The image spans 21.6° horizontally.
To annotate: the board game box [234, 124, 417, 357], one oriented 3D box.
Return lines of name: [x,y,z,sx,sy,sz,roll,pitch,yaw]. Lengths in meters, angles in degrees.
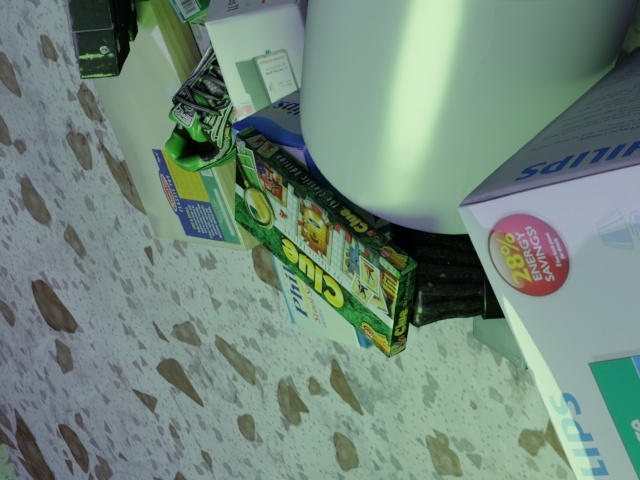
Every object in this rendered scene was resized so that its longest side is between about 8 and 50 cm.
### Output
board game box: [0.000,0.000,1.768,0.259,0.030,0.136,40,149,30]

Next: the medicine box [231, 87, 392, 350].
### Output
medicine box: [0.079,-0.064,1.917,0.149,0.289,0.263,17,131,50]

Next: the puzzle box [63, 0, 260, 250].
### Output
puzzle box: [-0.236,-0.182,2.539,0.272,0.052,0.409,9,125,53]

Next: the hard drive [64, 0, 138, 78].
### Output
hard drive: [-0.305,-0.408,2.229,0.237,0.064,0.339,-89,-5,-67]

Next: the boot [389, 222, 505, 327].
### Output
boot: [0.221,0.065,1.728,0.348,0.260,0.131,-112,30,-51]

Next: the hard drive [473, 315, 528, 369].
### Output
hard drive: [0.231,0.088,2.104,0.094,0.022,0.135,34,143,37]

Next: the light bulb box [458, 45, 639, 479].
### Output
light bulb box: [0.354,0.028,1.457,0.225,0.361,0.358,-13,108,41]

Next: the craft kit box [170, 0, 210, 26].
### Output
craft kit box: [-0.202,-0.396,2.155,0.250,0.061,0.246,61,-178,-5]

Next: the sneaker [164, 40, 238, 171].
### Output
sneaker: [-0.118,-0.200,2.240,0.134,0.146,0.343,47,146,19]

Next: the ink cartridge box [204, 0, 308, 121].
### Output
ink cartridge box: [-0.047,-0.224,2.016,0.207,0.119,0.353,-84,-20,-59]

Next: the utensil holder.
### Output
utensil holder: [0.145,-0.240,1.626,0.327,0.327,0.385,45,151,23]
